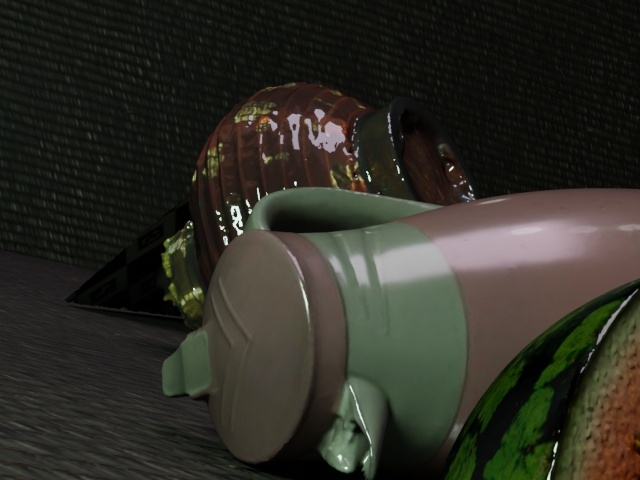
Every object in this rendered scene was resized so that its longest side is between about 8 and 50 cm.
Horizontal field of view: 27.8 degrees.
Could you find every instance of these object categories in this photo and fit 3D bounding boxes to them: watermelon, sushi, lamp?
[{"bbox_3d":[0.080,0.080,0.377,0.094,0.125,0.135,42,31,3],"label":"watermelon"},{"bbox_3d":[-0.080,0.002,1.348,0.059,0.294,0.292,52,8,16],"label":"sushi"},{"bbox_3d":[0.000,0.000,0.970,0.247,0.247,0.247,13,-2,0],"label":"lamp"}]

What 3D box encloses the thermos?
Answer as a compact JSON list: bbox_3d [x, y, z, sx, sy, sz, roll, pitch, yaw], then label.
[{"bbox_3d":[0.075,0.038,0.557,0.265,0.146,0.176,4,31,-28],"label":"thermos"}]
